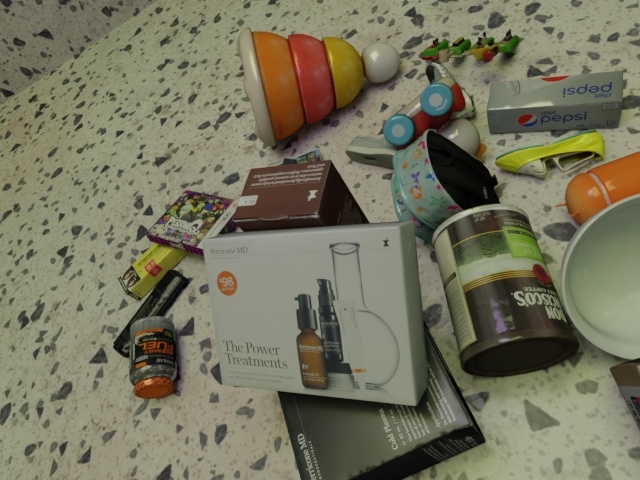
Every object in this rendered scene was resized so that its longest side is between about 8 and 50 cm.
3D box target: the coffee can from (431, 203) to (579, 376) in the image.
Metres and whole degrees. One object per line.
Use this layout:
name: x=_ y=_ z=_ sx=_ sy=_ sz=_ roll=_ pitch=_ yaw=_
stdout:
coffee can: x=0.341 y=0.097 z=0.913 sx=0.202 sy=0.201 sz=0.275 roll=-17 pitch=55 yaw=17

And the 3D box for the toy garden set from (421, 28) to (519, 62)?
toy garden set: x=0.404 y=-0.545 z=1.318 sx=0.244 sy=0.049 sz=0.204 roll=10 pitch=37 yaw=31

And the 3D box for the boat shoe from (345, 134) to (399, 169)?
boat shoe: x=0.173 y=-0.251 z=1.292 sx=0.228 sy=0.079 sz=0.081 roll=18 pitch=74 yaw=37

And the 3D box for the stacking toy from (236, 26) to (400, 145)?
stacking toy: x=0.009 y=-0.500 z=1.448 sx=0.480 sy=0.350 sz=0.350 roll=-12 pitch=54 yaw=-3

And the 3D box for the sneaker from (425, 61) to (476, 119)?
sneaker: x=0.316 y=-0.396 z=1.309 sx=0.132 sy=0.086 sz=0.228 roll=-32 pitch=53 yaw=9

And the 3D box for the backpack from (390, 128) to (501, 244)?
backpack: x=0.266 y=-0.114 z=1.053 sx=0.191 sy=0.254 sz=0.225 roll=-28 pitch=51 yaw=35

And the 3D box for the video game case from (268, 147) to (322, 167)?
video game case: x=-0.079 y=-0.164 z=1.388 sx=0.202 sy=0.023 sz=0.183 roll=-20 pitch=59 yaw=12

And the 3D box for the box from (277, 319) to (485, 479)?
box: x=0.092 y=0.284 z=0.938 sx=0.313 sy=0.179 sz=0.343 roll=-28 pitch=52 yaw=8

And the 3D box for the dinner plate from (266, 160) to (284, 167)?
dinner plate: x=-0.139 y=-0.194 z=1.456 sx=0.141 sy=0.017 sz=0.141 roll=-13 pitch=54 yaw=19

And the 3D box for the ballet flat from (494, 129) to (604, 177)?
ballet flat: x=0.526 y=-0.187 z=1.083 sx=0.231 sy=0.077 sz=0.077 roll=-14 pitch=72 yaw=17

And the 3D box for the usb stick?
usb stick: x=-0.492 y=0.207 z=1.368 sx=0.077 sy=0.045 sz=0.278 roll=27 pitch=75 yaw=29

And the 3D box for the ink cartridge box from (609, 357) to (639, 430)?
ink cartridge box: x=0.532 y=0.281 z=0.678 sx=0.088 sy=0.193 sz=0.234 roll=-22 pitch=67 yaw=14

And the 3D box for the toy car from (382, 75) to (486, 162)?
toy car: x=0.298 y=-0.254 z=1.171 sx=0.210 sy=0.238 sz=0.219 roll=-37 pitch=6 yaw=24

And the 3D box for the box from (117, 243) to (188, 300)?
box: x=-0.506 y=0.070 z=1.450 sx=0.232 sy=0.058 sz=0.087 roll=-44 pitch=50 yaw=-5

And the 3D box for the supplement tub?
supplement tub: x=-0.437 y=0.304 z=1.233 sx=0.117 sy=0.117 sz=0.190 roll=-26 pitch=53 yaw=11

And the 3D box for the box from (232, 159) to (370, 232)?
box: x=0.000 y=0.000 z=1.030 sx=0.191 sy=0.381 sz=0.143 roll=-1 pitch=61 yaw=26

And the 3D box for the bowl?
bowl: x=0.560 y=0.050 z=0.837 sx=0.298 sy=0.297 sz=0.134 roll=-25 pitch=9 yaw=11

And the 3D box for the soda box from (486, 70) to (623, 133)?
soda box: x=0.557 y=-0.329 z=1.138 sx=0.287 sy=0.091 sz=0.098 roll=4 pitch=63 yaw=29

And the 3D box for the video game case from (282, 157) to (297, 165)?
video game case: x=-0.090 y=-0.021 z=1.176 sx=0.035 sy=0.248 sz=0.274 roll=10 pitch=64 yaw=12

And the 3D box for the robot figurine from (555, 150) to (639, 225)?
robot figurine: x=0.599 y=-0.098 z=0.953 sx=0.220 sy=0.128 sz=0.158 roll=-21 pitch=60 yaw=13

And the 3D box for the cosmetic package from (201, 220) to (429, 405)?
cosmetic package: x=-0.017 y=0.120 z=0.827 sx=0.378 sy=0.097 sz=0.284 roll=-4 pitch=95 yaw=26

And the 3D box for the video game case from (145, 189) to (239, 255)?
video game case: x=-0.372 y=-0.057 z=1.424 sx=0.232 sy=0.041 sz=0.210 roll=13 pitch=51 yaw=25
